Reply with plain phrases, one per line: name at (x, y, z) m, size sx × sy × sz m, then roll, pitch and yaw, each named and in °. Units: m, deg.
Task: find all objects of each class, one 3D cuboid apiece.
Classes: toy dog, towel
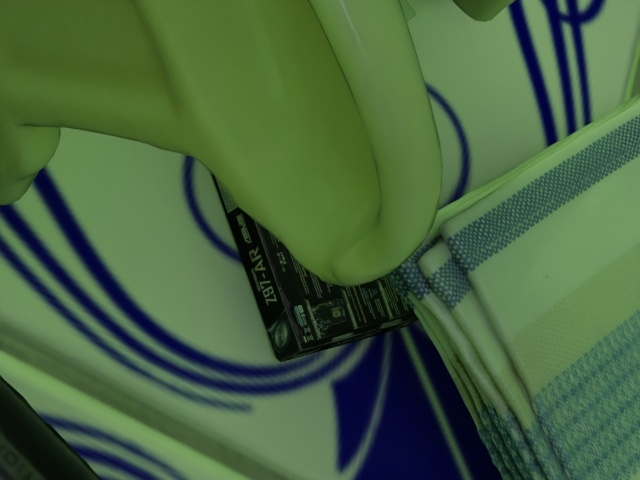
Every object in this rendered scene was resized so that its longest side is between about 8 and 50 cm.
toy dog at (0.029, -0.230, 0.667) m, size 0.408 × 0.284 × 0.395 m, roll -34°, pitch 108°, yaw -31°
towel at (0.153, 0.087, 0.838) m, size 0.209 × 0.034 × 0.285 m, roll -32°, pitch 93°, yaw -45°

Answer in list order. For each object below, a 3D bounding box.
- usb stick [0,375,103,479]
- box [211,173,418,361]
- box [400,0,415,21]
usb stick at (-0.088, 0.116, 0.664) m, size 0.278 × 0.045 × 0.077 m, roll 47°, pitch 60°, yaw -10°
box at (0.000, 0.000, 0.784) m, size 0.067 × 0.018 × 0.083 m, roll -14°, pitch 80°, yaw -37°
box at (-0.020, -0.111, 0.809) m, size 0.136 × 0.028 × 0.081 m, roll 51°, pitch 52°, yaw -5°
